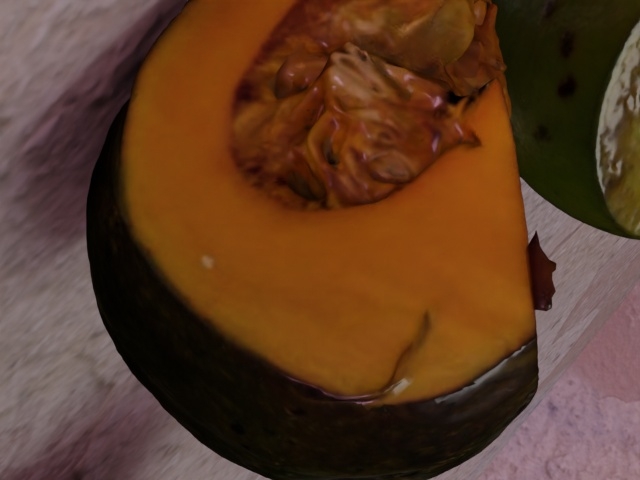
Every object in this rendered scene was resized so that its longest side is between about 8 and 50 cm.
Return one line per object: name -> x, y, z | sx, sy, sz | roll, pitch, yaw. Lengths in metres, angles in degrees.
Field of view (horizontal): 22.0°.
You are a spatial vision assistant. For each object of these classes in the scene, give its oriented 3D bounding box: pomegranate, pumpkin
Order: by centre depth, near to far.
pumpkin -> 0.042, -0.035, 0.629 | 0.280, 0.190, 0.139 | -47, 164, -12
pomegranate -> 0.138, -0.112, 0.814 | 0.240, 0.159, 0.190 | 13, 109, -45
